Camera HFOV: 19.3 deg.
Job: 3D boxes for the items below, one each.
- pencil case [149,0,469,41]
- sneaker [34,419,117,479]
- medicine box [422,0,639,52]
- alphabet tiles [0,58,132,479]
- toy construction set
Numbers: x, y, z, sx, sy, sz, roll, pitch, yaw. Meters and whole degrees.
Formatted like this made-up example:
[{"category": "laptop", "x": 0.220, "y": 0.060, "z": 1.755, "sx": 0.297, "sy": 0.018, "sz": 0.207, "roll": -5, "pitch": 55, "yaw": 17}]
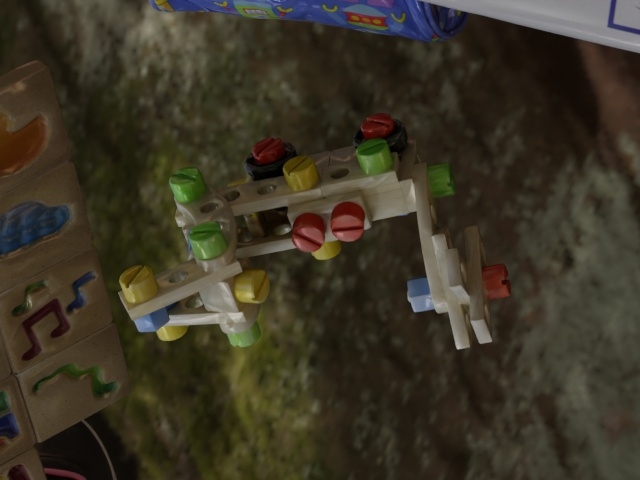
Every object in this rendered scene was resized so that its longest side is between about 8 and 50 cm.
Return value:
[{"category": "pencil case", "x": -0.012, "y": -0.251, "z": 1.695, "sx": 0.306, "sy": 0.119, "sz": 0.133, "roll": 8, "pitch": 178, "yaw": 20}, {"category": "sneaker", "x": -0.201, "y": 0.212, "z": 1.381, "sx": 0.104, "sy": 0.147, "sz": 0.296, "roll": 6, "pitch": -136, "yaw": -1}, {"category": "medicine box", "x": 0.183, "y": -0.211, "z": 0.982, "sx": 0.289, "sy": 0.149, "sz": 0.263, "roll": 17, "pitch": -150, "yaw": 20}, {"category": "alphabet tiles", "x": -0.228, "y": 0.062, "z": 0.852, "sx": 0.285, "sy": 0.342, "sz": 0.011, "roll": -28, "pitch": -130, "yaw": -18}, {"category": "toy construction set", "x": 0.000, "y": 0.000, "z": 1.624, "sx": 0.327, "sy": 0.151, "sz": 0.215, "roll": 1, "pitch": -146, "yaw": 5}]
